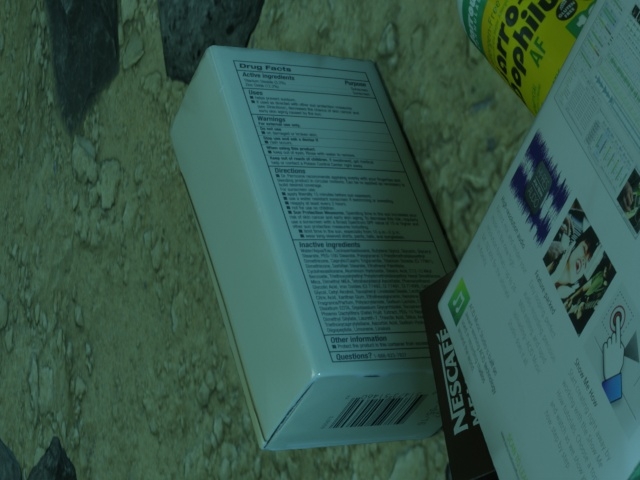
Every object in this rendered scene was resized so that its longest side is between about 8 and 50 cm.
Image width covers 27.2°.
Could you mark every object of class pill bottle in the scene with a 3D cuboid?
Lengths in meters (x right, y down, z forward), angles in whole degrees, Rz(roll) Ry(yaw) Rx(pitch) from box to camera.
[{"bbox_3d":[0.155,-0.139,0.811,0.208,0.117,0.118,60,138,42],"label":"pill bottle"}]

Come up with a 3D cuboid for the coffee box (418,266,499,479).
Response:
[{"bbox_3d":[0.173,0.054,0.791,0.246,0.098,0.141,-40,52,53],"label":"coffee box"}]

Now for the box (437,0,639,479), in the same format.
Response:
[{"bbox_3d":[0.163,-0.018,0.610,0.232,0.058,0.322,-103,31,-54],"label":"box"}]

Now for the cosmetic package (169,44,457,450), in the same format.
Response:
[{"bbox_3d":[0.000,0.000,1.042,0.113,0.160,0.309,-57,41,44],"label":"cosmetic package"}]
